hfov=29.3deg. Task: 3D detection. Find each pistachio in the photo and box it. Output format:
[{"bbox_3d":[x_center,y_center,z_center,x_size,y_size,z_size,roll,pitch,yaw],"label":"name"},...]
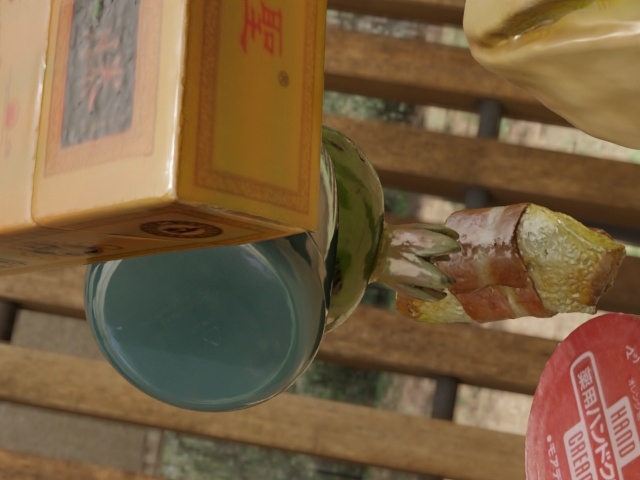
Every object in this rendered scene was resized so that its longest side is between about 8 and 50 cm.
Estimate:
[{"bbox_3d":[0.217,-0.162,0.680,0.238,0.321,0.229,-34,-72,-33],"label":"pistachio"}]

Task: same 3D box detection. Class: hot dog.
[{"bbox_3d":[0.181,0.019,1.185,0.123,0.262,0.093,57,-136,-33],"label":"hot dog"}]

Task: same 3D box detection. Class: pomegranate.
[{"bbox_3d":[0.000,-0.001,0.996,0.187,0.225,0.187,-166,90,-85],"label":"pomegranate"}]

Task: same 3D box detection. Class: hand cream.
[{"bbox_3d":[0.237,0.147,0.820,0.193,0.125,0.193,-171,90,-66],"label":"hand cream"}]

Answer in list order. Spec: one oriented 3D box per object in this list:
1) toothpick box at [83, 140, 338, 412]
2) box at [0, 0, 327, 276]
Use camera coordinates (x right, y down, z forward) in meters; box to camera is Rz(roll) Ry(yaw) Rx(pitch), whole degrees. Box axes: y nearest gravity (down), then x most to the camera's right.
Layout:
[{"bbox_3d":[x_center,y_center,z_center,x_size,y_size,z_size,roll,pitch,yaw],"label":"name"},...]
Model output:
[{"bbox_3d":[-0.047,-0.002,0.663,0.184,0.120,0.120,-74,-8,-64],"label":"toothpick box"},{"bbox_3d":[-0.119,-0.078,0.527,0.076,0.274,0.174,12,-104,-46],"label":"box"}]
